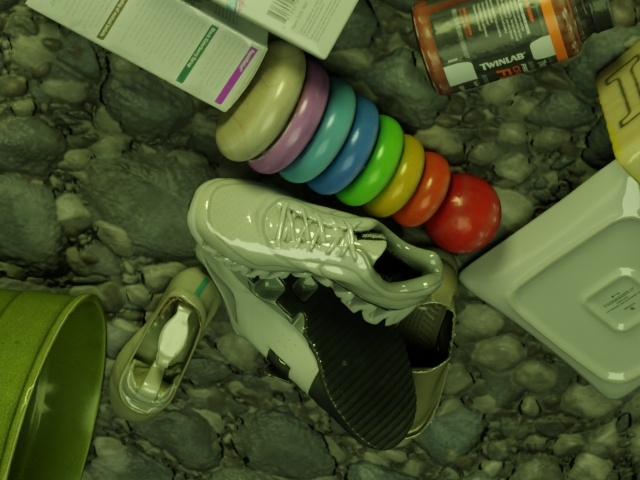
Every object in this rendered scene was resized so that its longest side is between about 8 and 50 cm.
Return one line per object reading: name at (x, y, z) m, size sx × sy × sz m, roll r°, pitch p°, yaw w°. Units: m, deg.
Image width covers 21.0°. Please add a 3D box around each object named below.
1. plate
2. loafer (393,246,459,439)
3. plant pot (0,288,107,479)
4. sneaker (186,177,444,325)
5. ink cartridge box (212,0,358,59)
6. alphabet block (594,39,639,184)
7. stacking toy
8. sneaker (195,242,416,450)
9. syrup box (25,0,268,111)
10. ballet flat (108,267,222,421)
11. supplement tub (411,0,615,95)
plate at (0.346, 0.058, 1.974) m, size 0.278 × 0.045 × 0.277 m, roll 37°, pitch 124°, yaw -22°
loafer at (0.102, 0.135, 2.023) m, size 0.102 × 0.092 × 0.268 m, roll 6°, pitch 123°, yaw -3°
plant pot at (-0.466, 0.198, 1.950) m, size 0.353 × 0.366 × 0.366 m, roll 13°, pitch 123°, yaw 6°
sneaker at (0.000, 0.000, 1.850) m, size 0.292 × 0.110 × 0.118 m, roll 20°, pitch 162°, yaw -21°
ink cartridge box at (-0.057, -0.300, 1.724) m, size 0.212 × 0.093 × 0.154 m, roll 26°, pitch 99°, yaw -17°
alphabet block at (0.425, -0.129, 1.790) m, size 0.197 × 0.193 × 0.192 m, roll -38°, pitch 113°, yaw 22°
stacking toy at (0.055, -0.084, 1.876) m, size 0.330 × 0.141 × 0.141 m, roll 28°, pitch 119°, yaw -24°
sneaker at (-0.019, 0.099, 1.964) m, size 0.330 × 0.122 × 0.146 m, roll 55°, pitch 149°, yaw -5°
syrup box at (-0.173, -0.239, 1.786) m, size 0.237 × 0.093 × 0.096 m, roll 28°, pitch 120°, yaw -16°
ballet flat at (-0.191, 0.139, 2.037) m, size 0.086 × 0.086 × 0.248 m, roll 21°, pitch 121°, yaw -12°
supplement tub at (0.200, -0.224, 1.784) m, size 0.198 × 0.106 × 0.106 m, roll -16°, pitch 121°, yaw 11°
